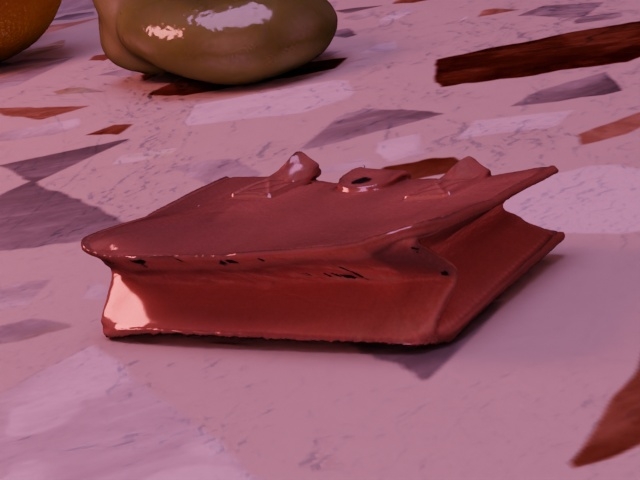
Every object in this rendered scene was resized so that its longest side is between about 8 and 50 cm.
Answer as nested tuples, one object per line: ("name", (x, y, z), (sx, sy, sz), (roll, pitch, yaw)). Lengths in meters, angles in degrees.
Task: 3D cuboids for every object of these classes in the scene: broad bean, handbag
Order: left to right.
("broad bean", (-0.097, -0.195, 1.571), (0.189, 0.121, 0.263), (-16, 31, -37))
("handbag", (0.000, 0.000, 0.886), (0.212, 0.059, 0.157), (0, 19, 35))

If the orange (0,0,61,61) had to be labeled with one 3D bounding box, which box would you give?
("orange", (-0.390, -0.288, 1.856), (0.236, 0.236, 0.236), (-10, 16, 3))
